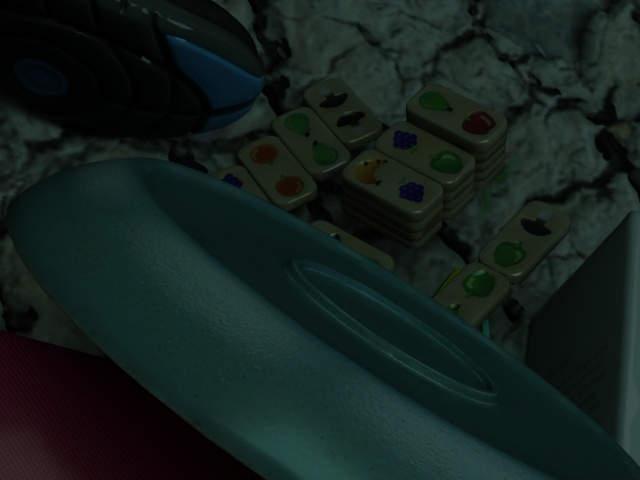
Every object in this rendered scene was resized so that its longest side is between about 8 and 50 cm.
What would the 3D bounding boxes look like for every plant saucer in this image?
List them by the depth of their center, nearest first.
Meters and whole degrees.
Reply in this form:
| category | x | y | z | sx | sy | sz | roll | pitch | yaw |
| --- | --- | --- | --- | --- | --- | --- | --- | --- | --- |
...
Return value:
| category | x | y | z | sx | sy | sz | roll | pitch | yaw |
| --- | --- | --- | --- | --- | --- | --- | --- | --- | --- |
| plant saucer | 0.021 | 0.050 | 0.623 | 0.317 | 0.317 | 0.044 | 33 | 97 | 3 |

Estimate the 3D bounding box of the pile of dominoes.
| category | x | y | z | sx | sy | sz | roll | pitch | yaw |
| --- | --- | --- | --- | --- | --- | --- | --- | --- | --- |
| pile of dominoes | 0.000 | 0.000 | 0.838 | 0.196 | 0.040 | 0.251 | 30 | 56 | 28 |

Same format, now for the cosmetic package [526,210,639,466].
| category | x | y | z | sx | sy | sz | roll | pitch | yaw |
| --- | --- | --- | --- | --- | --- | --- | --- | --- | --- |
| cosmetic package | 0.199 | 0.110 | 0.815 | 0.151 | 0.151 | 0.184 | 16 | 60 | -8 |

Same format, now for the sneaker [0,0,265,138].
| category | x | y | z | sx | sy | sz | roll | pitch | yaw |
| --- | --- | --- | --- | --- | --- | --- | --- | --- | --- |
| sneaker | -0.184 | -0.172 | 0.870 | 0.340 | 0.125 | 0.140 | 22 | 54 | -7 |

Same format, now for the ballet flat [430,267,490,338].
| category | x | y | z | sx | sy | sz | roll | pitch | yaw |
| --- | --- | --- | --- | --- | --- | --- | --- | --- | --- |
| ballet flat | 0.059 | 0.120 | 0.817 | 0.077 | 0.077 | 0.231 | -1 | 64 | -6 |

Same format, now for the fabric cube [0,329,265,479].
| category | x | y | z | sx | sy | sz | roll | pitch | yaw |
| --- | --- | --- | --- | --- | --- | --- | --- | --- | --- |
| fabric cube | -0.184 | 0.186 | 0.602 | 0.258 | 0.259 | 0.254 | 15 | 59 | -11 |
